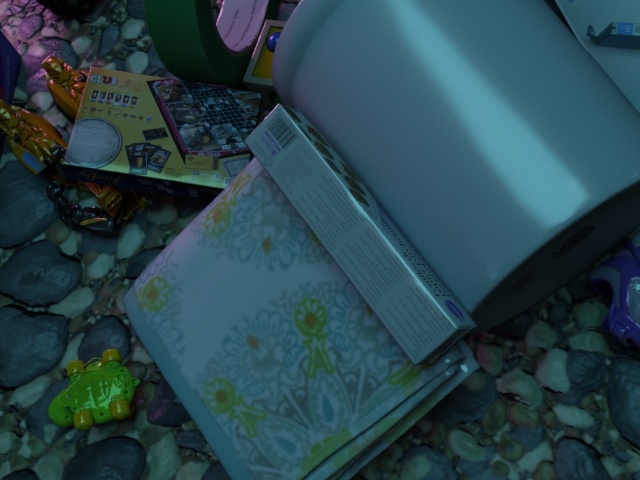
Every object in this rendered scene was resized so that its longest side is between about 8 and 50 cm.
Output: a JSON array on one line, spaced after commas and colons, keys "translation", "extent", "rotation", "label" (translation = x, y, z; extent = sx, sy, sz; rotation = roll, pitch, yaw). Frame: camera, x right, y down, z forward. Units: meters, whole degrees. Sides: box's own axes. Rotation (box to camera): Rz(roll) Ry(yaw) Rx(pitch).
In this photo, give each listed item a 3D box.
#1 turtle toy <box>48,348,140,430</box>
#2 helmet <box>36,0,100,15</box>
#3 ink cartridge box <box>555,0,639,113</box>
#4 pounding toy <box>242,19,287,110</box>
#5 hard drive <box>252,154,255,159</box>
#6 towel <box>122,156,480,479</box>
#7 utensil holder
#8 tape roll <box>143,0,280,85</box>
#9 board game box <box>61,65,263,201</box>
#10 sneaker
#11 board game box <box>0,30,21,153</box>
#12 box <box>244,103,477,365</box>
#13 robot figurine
[{"translation": [-0.291, 0.201, 1.244], "extent": [0.130, 0.066, 0.095], "rotation": [-18, 62, 4], "label": "turtle toy"}, {"translation": [-0.420, -0.456, 1.536], "extent": [0.169, 0.161, 0.169], "rotation": [-5, 64, 10], "label": "helmet"}, {"translation": [0.462, -0.330, 1.282], "extent": [0.261, 0.066, 0.296], "rotation": [-34, 59, 23], "label": "ink cartridge box"}, {"translation": [-0.035, -0.239, 1.381], "extent": [0.130, 0.100, 0.141], "rotation": [11, 68, 18], "label": "pounding toy"}, {"translation": [0.000, 0.000, 1.293], "extent": [0.203, 0.040, 0.307], "rotation": [-3, 65, 11], "label": "hard drive"}, {"translation": [-0.038, 0.105, 1.157], "extent": [0.320, 0.090, 0.374], "rotation": [-43, 70, 14], "label": "towel"}, {"translation": [0.180, -0.133, 1.140], "extent": [0.327, 0.327, 0.385], "rotation": [-34, 70, -5], "label": "utensil holder"}, {"translation": [-0.141, -0.378, 1.347], "extent": [0.077, 0.321, 0.321], "rotation": [9, 67, 16], "label": "tape roll"}, {"translation": [-0.211, -0.143, 1.326], "extent": [0.243, 0.042, 0.165], "rotation": [9, 63, -1], "label": "board game box"}, {"translation": [0.392, 0.104, 1.133], "extent": [0.104, 0.095, 0.236], "rotation": [-26, 57, 7], "label": "sneaker"}, {"translation": [-0.546, -0.189, 1.395], "extent": [0.078, 0.233, 0.347], "rotation": [-3, 64, 11], "label": "board game box"}, {"translation": [0.038, -0.011, 1.050], "extent": [0.067, 0.063, 0.324], "rotation": [-45, 69, 19], "label": "box"}, {"translation": [-0.338, -0.138, 1.408], "extent": [0.291, 0.085, 0.211], "rotation": [38, 77, 25], "label": "robot figurine"}]
